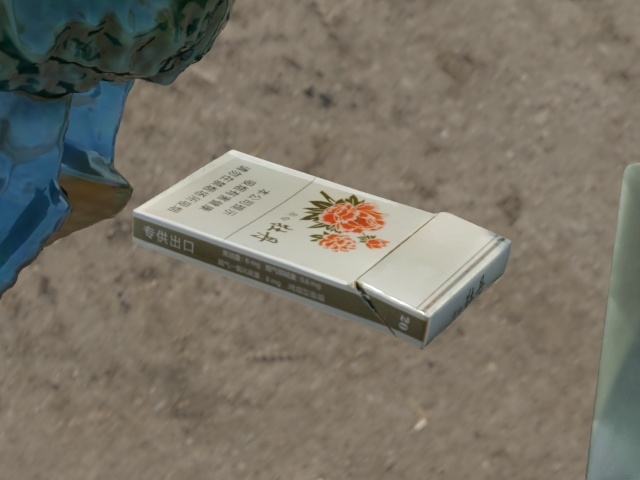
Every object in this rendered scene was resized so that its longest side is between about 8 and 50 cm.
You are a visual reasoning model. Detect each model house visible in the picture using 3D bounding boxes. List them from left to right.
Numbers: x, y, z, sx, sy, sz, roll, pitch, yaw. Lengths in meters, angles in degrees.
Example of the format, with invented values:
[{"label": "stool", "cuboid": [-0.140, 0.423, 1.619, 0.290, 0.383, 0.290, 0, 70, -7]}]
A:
[{"label": "model house", "cuboid": [-0.173, -0.029, 0.756, 0.226, 0.261, 0.241, 0, 109, -24]}]

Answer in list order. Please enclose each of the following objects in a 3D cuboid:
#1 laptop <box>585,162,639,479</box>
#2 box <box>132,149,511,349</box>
[{"label": "laptop", "cuboid": [0.277, 0.067, 1.328, 0.015, 0.188, 0.269, 14, 80, -33]}, {"label": "box", "cuboid": [0.000, 0.000, 1.054, 0.198, 0.029, 0.109, 18, 31, 25]}]
